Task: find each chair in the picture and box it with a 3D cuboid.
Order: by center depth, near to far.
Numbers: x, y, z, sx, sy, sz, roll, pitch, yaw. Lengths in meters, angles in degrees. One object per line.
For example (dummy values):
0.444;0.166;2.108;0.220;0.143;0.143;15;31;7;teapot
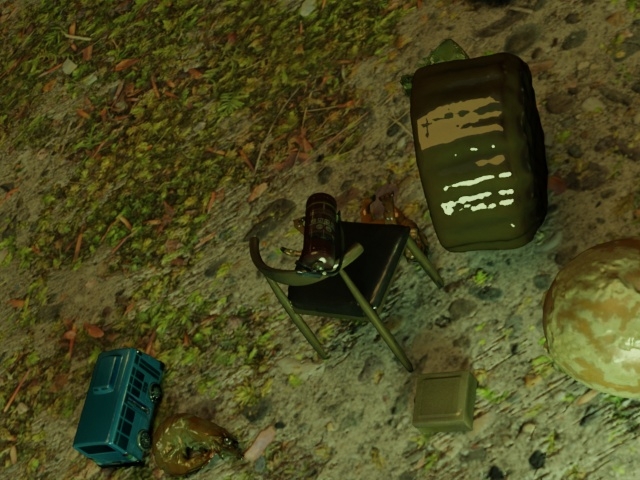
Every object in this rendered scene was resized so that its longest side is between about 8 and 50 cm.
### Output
0.038;0.049;1.539;0.188;0.272;0.166;4;60;35;chair

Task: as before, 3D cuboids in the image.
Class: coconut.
0.205;-0.270;1.825;0.133;0.055;0.158;-10;51;29;coconut

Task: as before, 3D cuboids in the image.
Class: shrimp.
-0.193;0.318;1.650;0.180;0.041;0.099;4;61;35;shrimp

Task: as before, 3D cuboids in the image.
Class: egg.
0.393;0.094;1.318;0.245;0.203;0.203;-11;52;18;egg

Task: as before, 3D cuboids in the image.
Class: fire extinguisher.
0.000;0.000;1.393;0.158;0.064;0.043;-87;19;-51;fire extinguisher

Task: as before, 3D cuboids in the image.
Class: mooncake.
0.236;-0.124;1.536;0.161;0.290;0.290;-8;53;17;mooncake

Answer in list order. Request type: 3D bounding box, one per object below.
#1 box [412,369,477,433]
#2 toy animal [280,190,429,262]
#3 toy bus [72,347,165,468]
0.170;0.224;1.483;0.083;0.035;0.079;-9;53;30;box
0.056;-0.005;1.709;0.255;0.114;0.116;-14;93;31;toy animal
-0.325;0.265;1.734;0.090;0.106;0.184;-13;51;29;toy bus
